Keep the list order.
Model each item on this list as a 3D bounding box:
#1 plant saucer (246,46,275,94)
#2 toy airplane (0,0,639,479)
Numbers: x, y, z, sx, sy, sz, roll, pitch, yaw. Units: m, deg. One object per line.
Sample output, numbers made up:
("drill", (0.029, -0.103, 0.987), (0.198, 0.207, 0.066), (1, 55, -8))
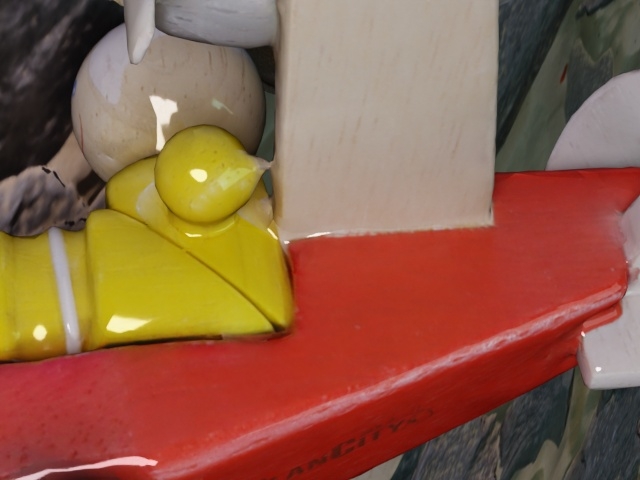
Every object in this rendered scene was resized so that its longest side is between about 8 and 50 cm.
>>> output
("plant saucer", (-0.006, -0.172, 0.824), (0.198, 0.036, 0.198), (-49, 151, -39))
("toy airplane", (0.000, 0.000, 0.692), (0.386, 0.272, 0.384), (-46, 150, 25))
